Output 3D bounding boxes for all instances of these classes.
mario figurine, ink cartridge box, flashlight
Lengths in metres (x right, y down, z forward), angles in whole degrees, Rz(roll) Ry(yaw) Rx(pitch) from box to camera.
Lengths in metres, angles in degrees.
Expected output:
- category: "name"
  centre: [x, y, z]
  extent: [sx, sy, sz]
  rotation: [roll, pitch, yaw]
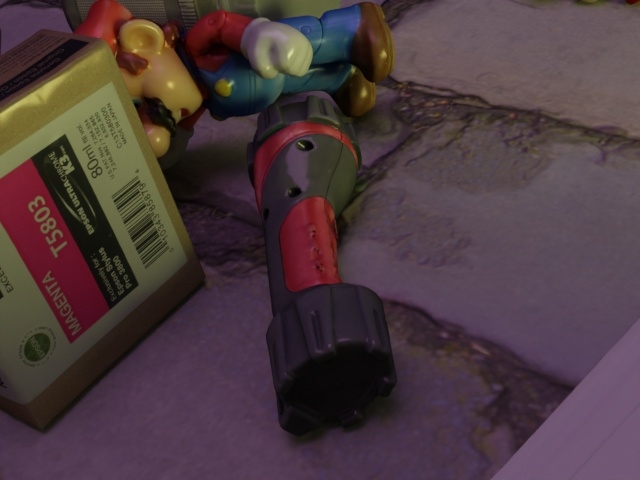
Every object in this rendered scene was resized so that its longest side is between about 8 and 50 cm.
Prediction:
- category: "mario figurine"
  centre: [-0.095, -0.131, 0.844]
  extent: [0.320, 0.198, 0.170]
  rotation: [-8, 40, -11]
- category: "ink cartridge box"
  centre: [-0.210, -0.008, 0.675]
  extent: [0.088, 0.235, 0.193]
  rotation: [17, 49, 37]
- category: "flashlight"
  centre: [0.000, 0.000, 0.699]
  extent: [0.103, 0.103, 0.304]
  rotation: [-9, 37, -3]

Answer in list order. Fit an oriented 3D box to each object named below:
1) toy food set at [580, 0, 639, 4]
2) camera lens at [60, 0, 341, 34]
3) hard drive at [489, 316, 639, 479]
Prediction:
- category: "toy food set"
  centre: [0.345, -0.333, 0.964]
  extent: [0.232, 0.111, 0.104]
  rotation: [-23, 23, 49]
- category: "camera lens"
  centre: [-0.140, -0.297, 1.022]
  extent: [0.274, 0.219, 0.219]
  rotation: [8, 44, 27]
- category: "hard drive"
  centre: [0.219, 0.184, 0.363]
  extent: [0.233, 0.047, 0.353]
  rotation: [-48, 41, 2]
